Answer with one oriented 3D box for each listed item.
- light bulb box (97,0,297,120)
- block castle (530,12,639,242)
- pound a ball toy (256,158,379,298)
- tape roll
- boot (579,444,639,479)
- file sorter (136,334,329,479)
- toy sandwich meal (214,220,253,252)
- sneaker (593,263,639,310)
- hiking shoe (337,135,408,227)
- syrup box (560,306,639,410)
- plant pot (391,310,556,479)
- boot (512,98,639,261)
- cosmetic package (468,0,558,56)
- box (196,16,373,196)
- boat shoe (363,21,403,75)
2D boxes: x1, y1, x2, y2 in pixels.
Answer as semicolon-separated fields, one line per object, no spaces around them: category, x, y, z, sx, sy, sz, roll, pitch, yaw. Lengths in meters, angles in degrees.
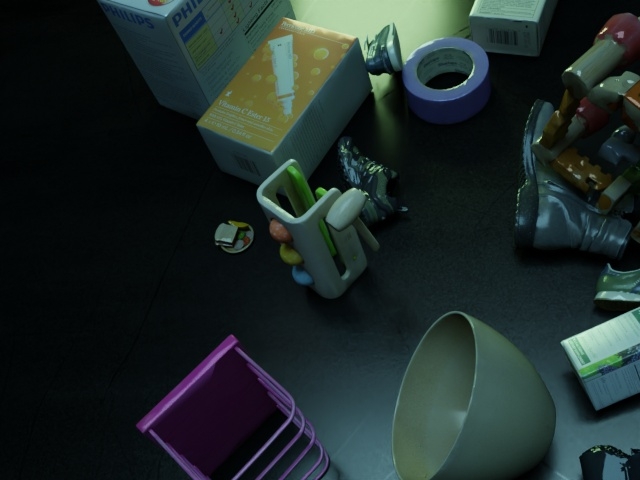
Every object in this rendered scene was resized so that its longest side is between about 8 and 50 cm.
light bulb box;-0.267;-0.526;1.920;0.225;0.361;0.358;23;66;28
block castle;0.607;-0.153;1.392;0.213;0.303;0.453;-40;70;-18
pound a ball toy;0.000;0.000;1.520;0.136;0.319;0.208;-45;57;-14
tape roll;0.278;-0.352;1.816;0.188;0.080;0.189;-8;55;12
boot;0.415;0.424;1.255;0.246;0.094;0.207;-6;58;8
file sorter;-0.122;0.335;1.358;0.202;0.291;0.182;-44;60;-14
toy sandwich meal;-0.184;-0.011;1.760;0.085;0.029;0.086;-8;56;12
sneaker;0.583;0.081;1.447;0.192;0.064;0.086;4;63;24
hiking shoe;0.105;-0.130;1.732;0.114;0.086;0.227;-13;60;-9
syrup box;0.531;0.174;1.352;0.236;0.096;0.093;-27;33;9
plant pot;0.260;0.278;1.321;0.190;0.284;0.284;20;60;-12
boot;0.495;-0.115;1.594;0.222;0.118;0.338;6;66;12
cosmetic package;0.461;-0.577;1.889;0.160;0.113;0.309;13;62;24
box;-0.072;-0.298;1.830;0.215;0.168;0.345;22;66;28
boat shoe;0.141;-0.422;1.852;0.079;0.095;0.254;-15;27;13
